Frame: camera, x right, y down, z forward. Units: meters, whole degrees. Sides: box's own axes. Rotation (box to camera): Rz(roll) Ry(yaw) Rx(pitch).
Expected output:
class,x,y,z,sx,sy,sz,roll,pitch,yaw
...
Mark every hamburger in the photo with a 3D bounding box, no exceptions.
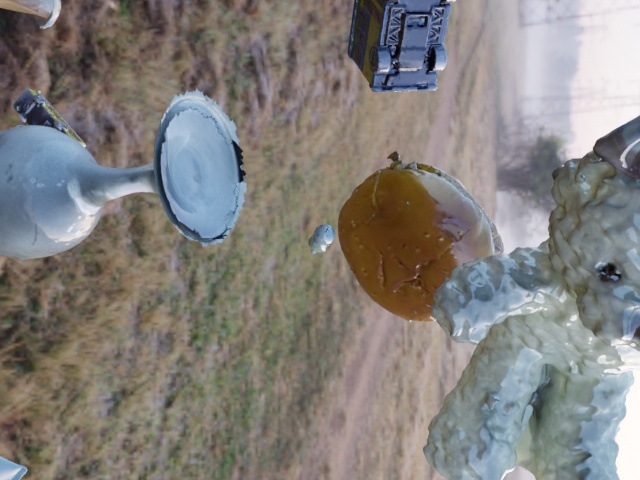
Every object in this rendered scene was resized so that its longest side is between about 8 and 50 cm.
class,x,y,z,sx,sy,sz,roll,pitch,yaw
hamburger,0.178,-0.001,1.601,0.314,0.290,0.170,52,41,-6

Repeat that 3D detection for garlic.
class,x,y,z,sx,sy,sz,roll,pitch,yaw
garlic,-0.683,-0.558,1.968,0.145,0.245,0.164,97,16,-50

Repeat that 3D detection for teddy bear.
class,x,y,z,sx,sy,sz,roll,pitch,yaw
teddy bear,0.270,0.093,0.817,0.362,0.328,0.375,116,-6,-81

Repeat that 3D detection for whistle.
class,x,y,z,sx,sy,sz,roll,pitch,yaw
whistle,0.000,0.000,1.454,0.100,0.035,0.035,124,-29,-65

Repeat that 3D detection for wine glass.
class,x,y,z,sx,sy,sz,roll,pitch,yaw
wine glass,-0.235,-0.052,0.848,0.143,0.321,0.143,25,62,-60

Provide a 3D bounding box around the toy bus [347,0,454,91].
class,x,y,z,sx,sy,sz,roll,pitch,yaw
toy bus,0.148,-0.425,1.560,0.175,0.138,0.287,-114,-155,-50

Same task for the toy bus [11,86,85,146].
class,x,y,z,sx,sy,sz,roll,pitch,yaw
toy bus,-0.715,-0.305,2.299,0.226,0.081,0.074,45,11,19

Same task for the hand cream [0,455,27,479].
class,x,y,z,sx,sy,sz,roll,pitch,yaw
hand cream,-0.597,0.328,1.339,0.111,0.070,0.312,-54,127,-16
